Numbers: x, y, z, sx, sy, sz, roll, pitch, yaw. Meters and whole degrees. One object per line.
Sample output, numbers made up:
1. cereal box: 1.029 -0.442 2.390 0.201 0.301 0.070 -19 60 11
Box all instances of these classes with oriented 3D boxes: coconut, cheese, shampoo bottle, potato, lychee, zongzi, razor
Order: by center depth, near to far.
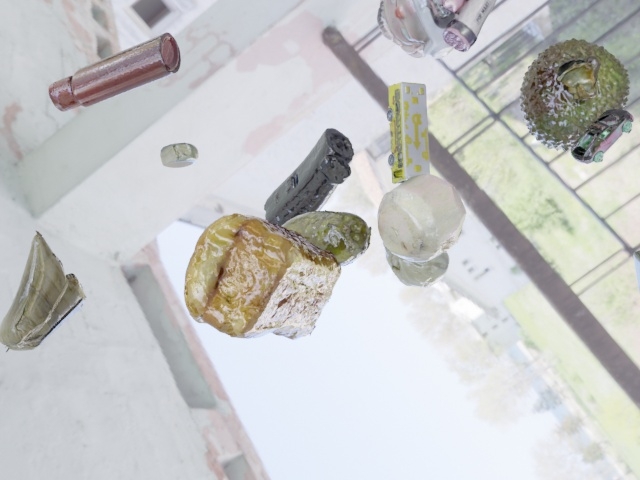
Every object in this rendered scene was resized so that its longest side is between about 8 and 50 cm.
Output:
1. shampoo bottle: -0.397 -0.316 1.200 0.064 0.260 0.102 58 -158 -44
2. coconut: 0.210 -0.047 1.248 0.170 0.182 0.171 29 132 38
3. zongzi: -0.587 0.105 1.270 0.194 0.099 0.198 -59 -37 -46
4. potato: 0.000 0.000 1.361 0.113 0.251 0.149 50 -132 -31
5. lychee: 0.623 -0.361 1.554 0.270 0.270 0.320 53 160 1
6. cheese: -0.374 -0.213 1.629 0.171 0.092 0.048 -12 83 57
7. razor: -0.033 -0.152 1.745 0.107 0.327 0.189 27 -147 -26

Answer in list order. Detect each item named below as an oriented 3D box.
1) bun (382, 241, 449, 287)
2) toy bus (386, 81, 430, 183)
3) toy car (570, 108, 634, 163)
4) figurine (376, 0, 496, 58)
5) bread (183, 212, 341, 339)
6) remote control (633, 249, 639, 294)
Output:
1. bun: 0.225 0.042 1.547 0.183 0.102 0.183 29 137 31
2. toy bus: 0.201 -0.242 1.422 0.074 0.081 0.227 -4 86 63
3. toy car: 0.584 -0.221 1.306 0.055 0.142 0.069 38 -173 -31
4. figurine: 0.265 -0.520 1.372 0.361 0.210 0.253 -162 67 -72
5. bread: -0.090 0.066 1.026 0.148 0.195 0.344 30 180 18
6. remote control: 0.664 0.130 1.156 0.285 0.038 0.124 -92 -18 -62
